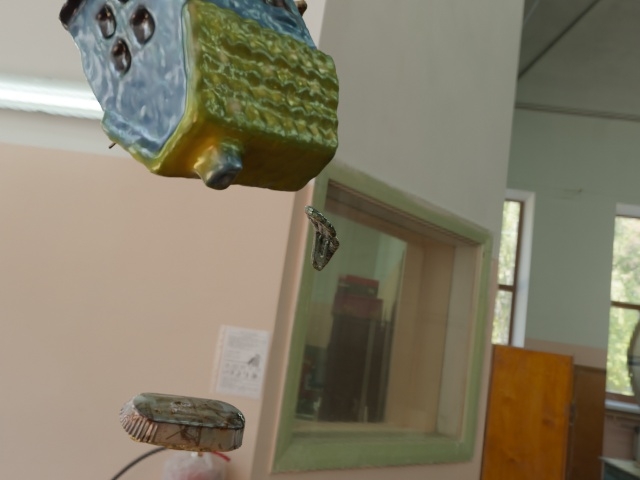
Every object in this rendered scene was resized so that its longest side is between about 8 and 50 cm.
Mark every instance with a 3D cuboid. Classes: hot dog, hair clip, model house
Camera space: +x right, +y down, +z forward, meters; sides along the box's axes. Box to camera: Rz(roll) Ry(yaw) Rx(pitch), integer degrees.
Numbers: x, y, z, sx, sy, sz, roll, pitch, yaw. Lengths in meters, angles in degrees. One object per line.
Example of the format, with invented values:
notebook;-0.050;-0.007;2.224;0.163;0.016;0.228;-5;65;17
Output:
hot dog;-0.272;0.365;1.163;0.267;0.075;0.144;19;10;-32
hair clip;0.002;-0.002;0.971;0.066;0.036;0.229;36;-19;14
model house;-0.122;-0.183;0.663;0.215;0.303;0.237;-36;-22;31

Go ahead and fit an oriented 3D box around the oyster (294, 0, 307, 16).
oyster;-0.136;-0.399;1.370;0.361;0.096;0.221;-35;-55;22

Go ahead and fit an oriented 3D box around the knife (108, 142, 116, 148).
knife;-0.534;-0.288;1.566;0.170;0.023;0.010;-26;-68;38
